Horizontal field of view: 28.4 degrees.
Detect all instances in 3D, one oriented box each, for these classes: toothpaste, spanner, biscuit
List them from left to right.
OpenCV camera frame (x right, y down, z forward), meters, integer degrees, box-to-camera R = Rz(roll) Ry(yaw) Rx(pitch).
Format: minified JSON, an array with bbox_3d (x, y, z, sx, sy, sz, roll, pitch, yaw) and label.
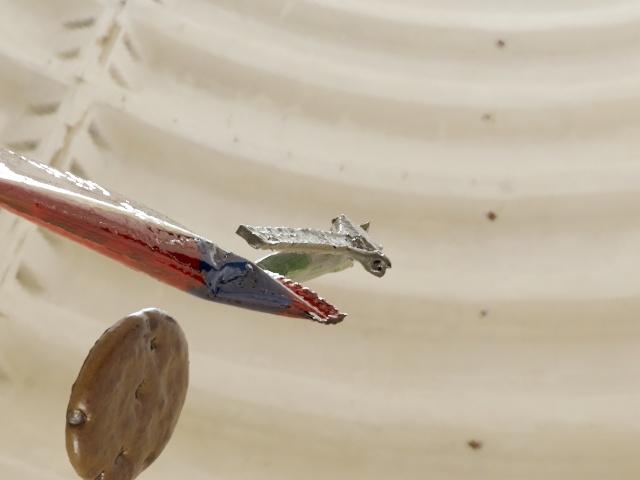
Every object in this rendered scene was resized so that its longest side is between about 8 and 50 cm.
[{"bbox_3d":[-0.208,0.177,1.412,0.036,0.212,0.212,15,-148,27],"label":"biscuit"},{"bbox_3d":[-0.022,0.032,1.604,0.047,0.078,0.248,37,-145,27],"label":"toothpaste"},{"bbox_3d":[0.000,0.000,1.284,0.093,0.026,0.325,42,-166,20],"label":"spanner"}]

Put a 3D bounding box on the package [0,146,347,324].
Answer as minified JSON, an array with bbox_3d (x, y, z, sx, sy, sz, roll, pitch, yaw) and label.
[{"bbox_3d":[-0.082,-0.006,0.490,0.200,0.022,0.083,23,-176,-43],"label":"package"}]
